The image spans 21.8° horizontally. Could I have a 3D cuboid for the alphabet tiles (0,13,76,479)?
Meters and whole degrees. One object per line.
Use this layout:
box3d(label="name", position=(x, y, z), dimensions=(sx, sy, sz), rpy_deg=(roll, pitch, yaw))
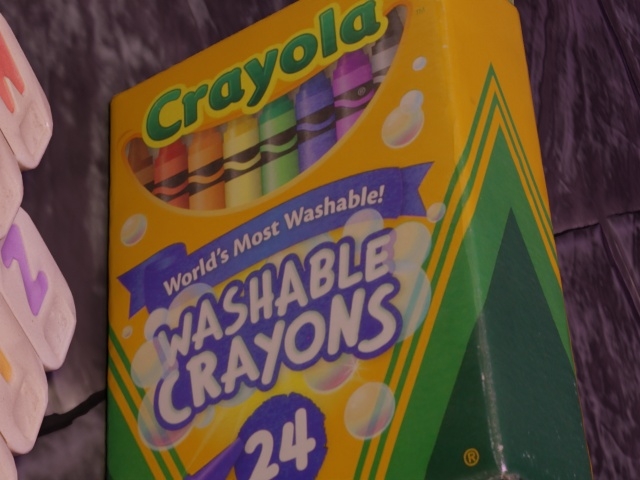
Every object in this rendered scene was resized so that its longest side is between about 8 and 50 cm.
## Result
box3d(label="alphabet tiles", position=(-0.165, -0.031, 0.626), dimensions=(0.284, 0.021, 0.278), rpy_deg=(-80, 150, -56))

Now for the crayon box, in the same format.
box3d(label="crayon box", position=(0.000, 0.000, 0.773), dimensions=(0.083, 0.203, 0.323), rpy_deg=(34, 42, -44))
